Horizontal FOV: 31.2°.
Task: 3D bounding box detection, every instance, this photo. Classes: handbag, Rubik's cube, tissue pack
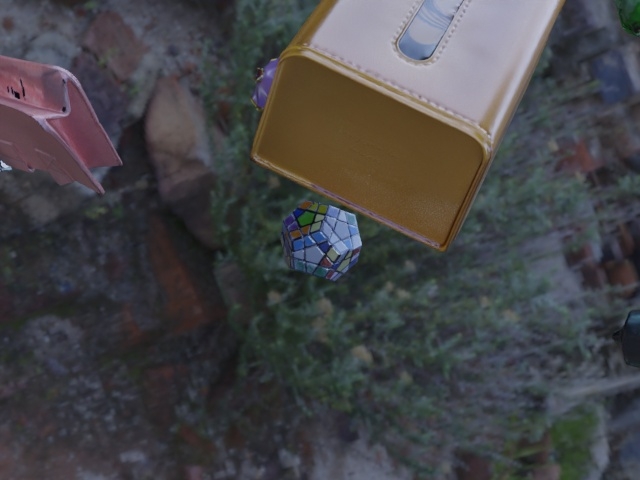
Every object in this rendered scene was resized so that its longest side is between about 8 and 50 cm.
[{"bbox_3d":[-0.309,-0.122,1.104,0.059,0.212,0.157,-65,157,-21],"label":"handbag"},{"bbox_3d":[0.000,0.000,1.477,0.111,0.093,0.111,15,63,-32],"label":"Rubik's cube"},{"bbox_3d":[0.090,-0.157,1.008,0.194,0.145,0.274,27,50,3],"label":"tissue pack"}]

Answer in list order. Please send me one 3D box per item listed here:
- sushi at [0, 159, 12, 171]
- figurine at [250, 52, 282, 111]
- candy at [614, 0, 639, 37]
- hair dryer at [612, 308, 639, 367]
[{"bbox_3d":[-0.639,-0.204,1.572,0.343,0.064,0.359,56,24,4],"label":"sushi"},{"bbox_3d":[-0.009,-0.241,2.070,0.263,0.189,0.142,37,33,-38],"label":"figurine"},{"bbox_3d":[0.357,-0.387,1.294,0.097,0.097,0.324,-18,98,-63],"label":"candy"},{"bbox_3d":[0.361,0.077,0.771,0.244,0.302,0.116,25,71,-57],"label":"hair dryer"}]
